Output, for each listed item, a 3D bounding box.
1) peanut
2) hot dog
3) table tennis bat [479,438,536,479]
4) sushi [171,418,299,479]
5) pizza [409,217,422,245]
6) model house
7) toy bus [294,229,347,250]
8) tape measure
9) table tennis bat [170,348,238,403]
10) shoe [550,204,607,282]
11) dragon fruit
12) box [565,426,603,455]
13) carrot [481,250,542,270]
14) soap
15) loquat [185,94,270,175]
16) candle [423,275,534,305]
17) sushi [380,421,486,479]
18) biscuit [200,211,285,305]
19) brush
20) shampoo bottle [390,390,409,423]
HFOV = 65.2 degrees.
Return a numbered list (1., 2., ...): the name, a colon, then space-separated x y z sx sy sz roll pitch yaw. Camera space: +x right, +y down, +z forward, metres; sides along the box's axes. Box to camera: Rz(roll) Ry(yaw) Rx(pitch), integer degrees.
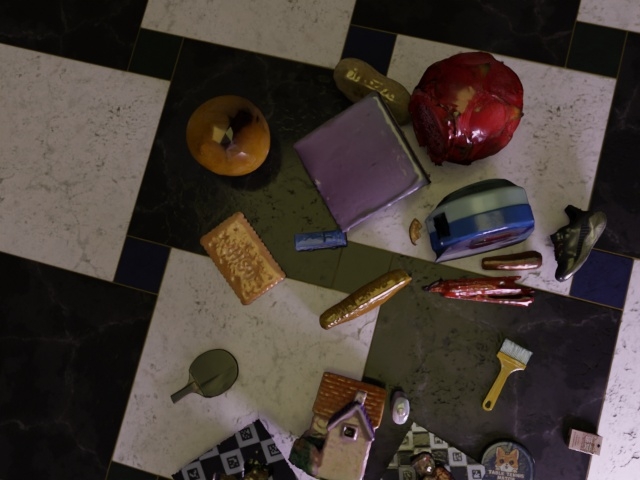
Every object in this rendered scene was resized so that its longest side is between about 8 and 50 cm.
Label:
1. peanut: 0.158 -0.422 1.450 0.275 0.125 0.111 34 67 1
2. hot dog: 0.123 0.164 1.419 0.289 0.083 0.068 -29 64 1
3. table tennis bat: 0.506 0.663 1.364 0.150 0.027 0.236 5 83 6
4. sushi: -0.194 0.706 1.404 0.320 0.069 0.339 -37 83 9
5. pizza: 0.275 -0.025 1.453 0.037 0.016 0.083 2 81 6
6. model house: 0.049 0.484 1.319 0.202 0.237 0.237 15 82 13
7. toy bus: 0.000 0.000 1.451 0.153 0.061 0.051 -6 79 6
8. tape measure: 0.421 -0.055 1.332 0.259 0.262 0.138 -15 73 3
9. table tennis bat: -0.342 0.405 1.462 0.220 0.019 0.130 -33 82 0
10. shoe: 0.687 0.002 1.381 0.112 0.099 0.227 33 84 14
11. dragon fruit: 0.388 -0.350 1.344 0.302 0.295 0.295 -21 82 -31
12. box: 0.714 0.544 1.356 0.083 0.024 0.053 12 86 7
13. carrot: 0.537 0.060 1.405 0.162 0.055 0.055 -6 84 7
14. soap: 0.115 -0.214 1.389 0.285 0.107 0.296 -28 91 20
15. loquat: -0.258 -0.296 1.419 0.235 0.235 0.235 0 84 5
16. candle: 0.442 0.140 1.402 0.302 0.059 0.084 0 75 5
17. sushi: 0.300 0.656 1.359 0.231 0.047 0.219 30 88 11
18. biscuit: -0.232 0.052 1.480 0.160 0.030 0.249 -35 83 1
19. brush: 0.507 0.382 1.396 0.083 0.011 0.205 28 88 6
20. shampoo bottle: 0.217 0.458 1.368 0.043 0.099 0.072 10 86 6
